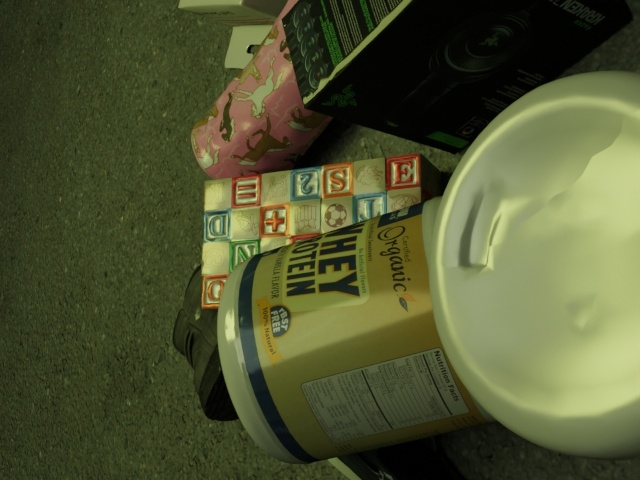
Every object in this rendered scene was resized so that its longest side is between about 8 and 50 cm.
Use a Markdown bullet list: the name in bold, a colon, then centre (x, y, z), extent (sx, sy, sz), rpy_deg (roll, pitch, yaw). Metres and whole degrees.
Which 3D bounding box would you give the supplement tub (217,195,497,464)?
- **supplement tub**: centre (0.081, 0.086, 0.822), extent (0.316, 0.228, 0.228), rpy_deg (-18, 67, 18)

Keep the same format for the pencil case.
- **pencil case**: centre (-0.039, -0.231, 1.154), extent (0.386, 0.160, 0.167), rpy_deg (-50, 15, 33)

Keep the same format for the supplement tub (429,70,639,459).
- **supplement tub**: centre (0.268, 0.030, 0.591), extent (0.241, 0.331, 0.241), rpy_deg (-12, 74, 48)

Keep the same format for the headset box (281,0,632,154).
- **headset box**: centre (0.132, -0.232, 0.875), extent (0.283, 0.246, 0.131), rpy_deg (-37, 55, 39)

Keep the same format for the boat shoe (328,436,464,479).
- **boat shoe**: centre (0.091, 0.242, 0.927), extent (0.113, 0.127, 0.340), rpy_deg (-58, 46, 24)

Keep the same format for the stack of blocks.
- **stack of blocks**: centre (0.000, 0.000, 1.023), extent (0.297, 0.087, 0.171), rpy_deg (-6, 77, 24)

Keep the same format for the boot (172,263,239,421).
- **boot**: centre (-0.134, 0.085, 1.246), extent (0.338, 0.118, 0.222), rpy_deg (-59, 37, 17)

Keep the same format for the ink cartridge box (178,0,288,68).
- **ink cartridge box**: centre (-0.115, -0.464, 1.318), extent (0.207, 0.119, 0.353), rpy_deg (16, 95, 50)
